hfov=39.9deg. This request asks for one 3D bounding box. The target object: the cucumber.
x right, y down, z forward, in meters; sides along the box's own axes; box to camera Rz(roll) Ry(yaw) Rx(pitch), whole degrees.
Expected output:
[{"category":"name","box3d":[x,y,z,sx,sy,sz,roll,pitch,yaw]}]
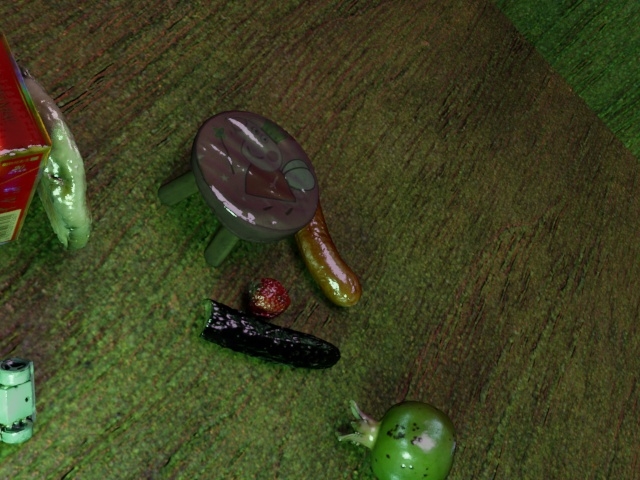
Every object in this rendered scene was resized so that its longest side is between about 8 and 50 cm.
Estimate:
[{"category":"cucumber","box3d":[-0.088,0.189,1.637,0.303,0.072,0.081,23,50,-27]}]

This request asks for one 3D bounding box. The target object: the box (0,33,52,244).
[{"category":"box","box3d":[-0.508,-0.139,1.334,0.089,0.313,0.197,-16,74,-34]}]

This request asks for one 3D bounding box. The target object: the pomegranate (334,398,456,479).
[{"category":"pomegranate","box3d":[0.143,0.375,1.646,0.224,0.181,0.181,23,47,3]}]

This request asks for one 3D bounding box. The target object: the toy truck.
[{"category":"toy truck","box3d":[-0.525,0.234,1.214,0.260,0.135,0.128,-16,118,-45]}]

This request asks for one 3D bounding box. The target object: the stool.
[{"category":"stool","box3d":[-0.155,-0.096,1.692,0.272,0.178,0.272,21,51,-28]}]

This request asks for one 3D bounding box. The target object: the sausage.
[{"category":"sausage","box3d":[-0.003,0.001,1.825,0.103,0.076,0.302,-5,66,-40]}]

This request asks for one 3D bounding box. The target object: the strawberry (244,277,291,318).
[{"category":"strawberry","box3d":[-0.100,0.111,1.680,0.096,0.083,0.083,15,54,-40]}]

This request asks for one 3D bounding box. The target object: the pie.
[{"category":"pie","box3d":[-0.438,-0.140,1.425,0.075,0.337,0.337,-21,76,-18]}]
